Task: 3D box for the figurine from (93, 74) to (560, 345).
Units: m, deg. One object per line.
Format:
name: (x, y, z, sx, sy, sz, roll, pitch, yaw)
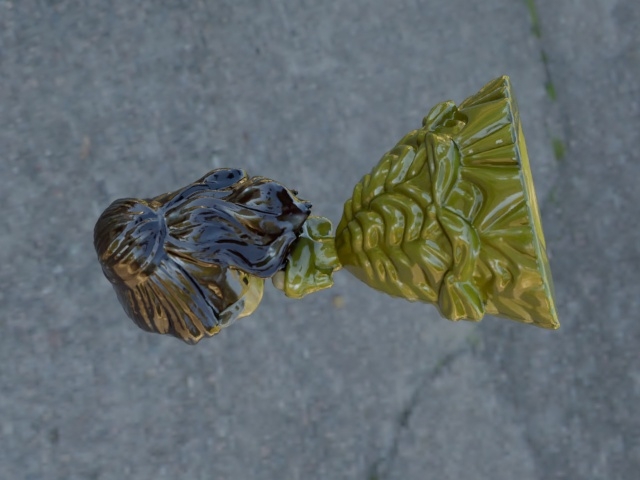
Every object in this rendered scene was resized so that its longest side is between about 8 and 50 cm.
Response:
figurine: (0.001, 0.002, 1.035, 0.168, 0.315, 0.187, 24, 55, -77)
